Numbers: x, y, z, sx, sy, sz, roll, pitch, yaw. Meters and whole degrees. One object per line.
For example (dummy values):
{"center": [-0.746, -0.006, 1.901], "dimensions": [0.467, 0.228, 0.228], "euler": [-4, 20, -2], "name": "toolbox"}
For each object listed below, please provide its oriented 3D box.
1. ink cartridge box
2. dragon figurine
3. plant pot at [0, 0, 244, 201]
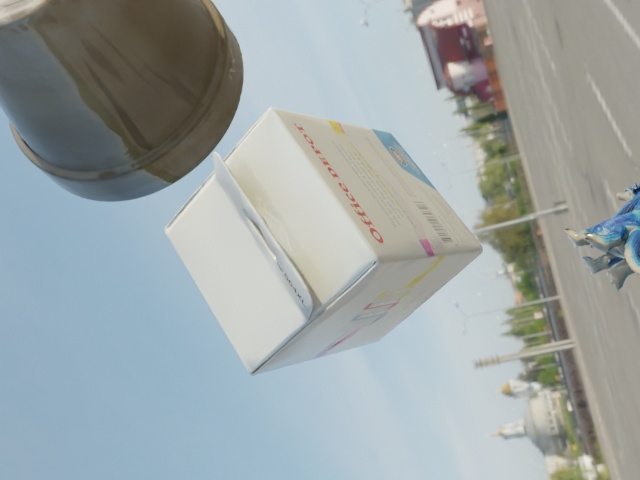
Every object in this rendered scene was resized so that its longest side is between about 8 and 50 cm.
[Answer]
{"center": [0.000, 0.000, 0.391], "dimensions": [0.143, 0.090, 0.092], "euler": [-2, -128, -57], "name": "ink cartridge box"}
{"center": [0.403, -0.014, 0.955], "dimensions": [0.085, 0.144, 0.289], "euler": [56, -175, -2], "name": "dragon figurine"}
{"center": [-0.287, -0.251, 0.923], "dimensions": [0.280, 0.323, 0.323], "euler": [57, -157, -63], "name": "plant pot"}
